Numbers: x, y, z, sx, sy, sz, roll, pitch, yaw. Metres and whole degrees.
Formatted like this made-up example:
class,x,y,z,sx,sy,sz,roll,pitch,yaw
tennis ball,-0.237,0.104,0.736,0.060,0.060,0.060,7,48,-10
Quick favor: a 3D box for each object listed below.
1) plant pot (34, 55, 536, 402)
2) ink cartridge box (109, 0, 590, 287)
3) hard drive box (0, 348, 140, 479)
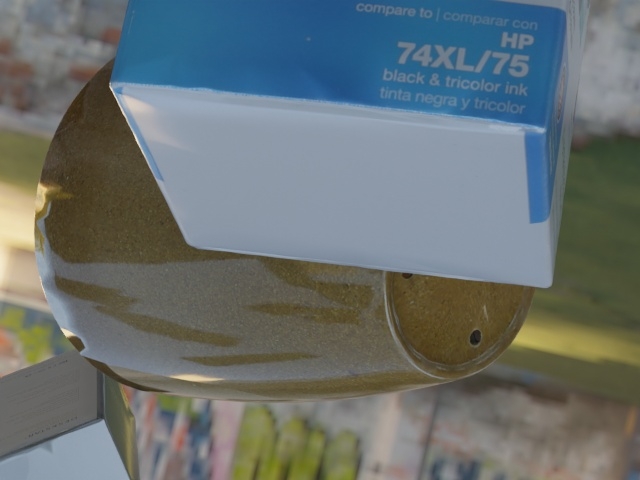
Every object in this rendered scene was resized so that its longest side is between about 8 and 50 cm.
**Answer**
class,x,y,z,sx,sy,sz,roll,pitch,yaw
plant pot,0.000,0.000,1.180,0.237,0.237,0.254,19,176,-41
ink cartridge box,0.035,-0.144,0.985,0.197,0.270,0.198,7,160,10
hard drive box,-0.249,0.182,1.669,0.181,0.089,0.232,-21,-166,-1
